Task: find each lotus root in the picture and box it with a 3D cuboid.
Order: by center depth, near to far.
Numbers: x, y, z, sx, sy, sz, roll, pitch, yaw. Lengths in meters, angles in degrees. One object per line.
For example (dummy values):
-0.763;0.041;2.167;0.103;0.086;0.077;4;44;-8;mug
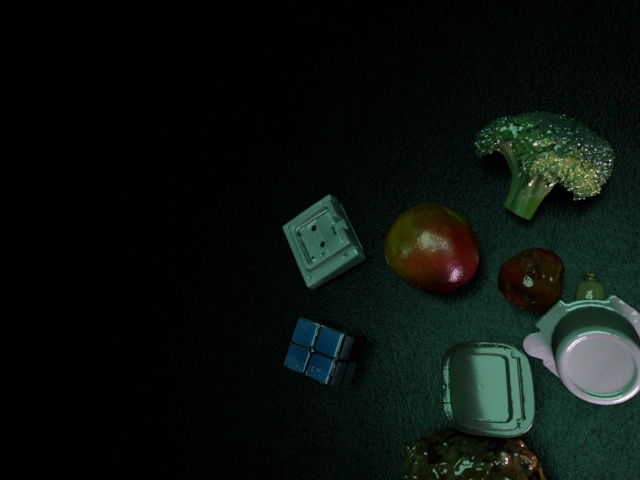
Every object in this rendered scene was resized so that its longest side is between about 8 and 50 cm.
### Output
0.721;0.155;1.290;0.073;0.062;0.150;1;82;28;lotus root

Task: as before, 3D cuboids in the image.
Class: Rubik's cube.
0.012;0.347;1.522;0.184;0.180;0.167;16;84;31;Rubik's cube

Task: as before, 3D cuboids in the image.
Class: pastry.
0.370;0.632;1.212;0.405;0.292;0.337;-40;53;24;pastry

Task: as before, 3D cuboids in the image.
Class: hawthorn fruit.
0.580;0.106;1.322;0.179;0.173;0.173;-35;63;15;hawthorn fruit

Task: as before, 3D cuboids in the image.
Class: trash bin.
0.444;0.380;1.257;0.220;0.250;0.219;-4;74;26;trash bin

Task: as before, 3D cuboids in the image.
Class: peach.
0.323;0.028;1.424;0.281;0.238;0.280;0;73;1;peach

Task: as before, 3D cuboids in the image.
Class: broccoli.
0.602;-0.227;1.352;0.375;0.249;0.301;27;86;24;broccoli

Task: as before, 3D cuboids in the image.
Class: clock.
0.000;0.000;1.663;0.231;0.116;0.262;-31;63;16;clock

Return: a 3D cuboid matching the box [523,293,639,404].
0.647;0.272;1.180;0.292;0.206;0.262;-2;91;25;box
